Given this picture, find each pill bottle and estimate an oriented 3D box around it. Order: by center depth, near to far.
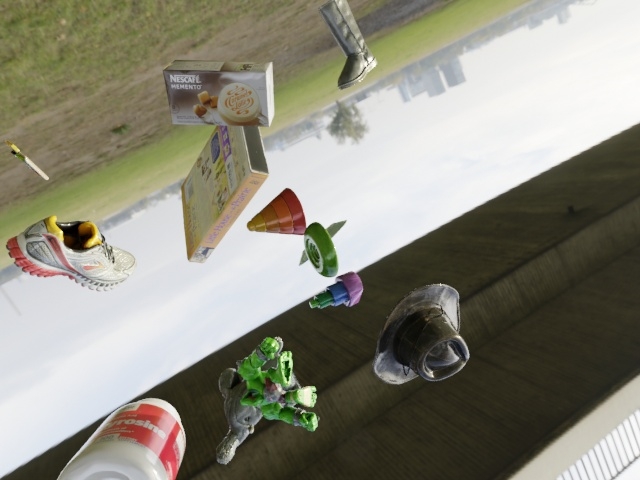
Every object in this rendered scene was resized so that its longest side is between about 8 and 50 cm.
[{"bbox_3d":[-0.462,0.538,1.185,0.229,0.228,0.408,-28,-177,-7],"label":"pill bottle"}]

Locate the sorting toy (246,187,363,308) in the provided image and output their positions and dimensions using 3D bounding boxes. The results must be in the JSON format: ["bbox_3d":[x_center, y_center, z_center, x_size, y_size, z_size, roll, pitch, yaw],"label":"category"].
[{"bbox_3d":[-0.054,0.023,1.041,0.126,0.127,0.365,-20,-134,-21],"label":"sorting toy"}]

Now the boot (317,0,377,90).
[{"bbox_3d":[0.059,-0.532,1.293,0.076,0.208,0.189,-4,-141,39],"label":"boot"}]

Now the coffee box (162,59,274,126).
[{"bbox_3d":[-0.245,-0.367,1.197,0.247,0.141,0.098,3,-145,2],"label":"coffee box"}]

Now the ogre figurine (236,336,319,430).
[{"bbox_3d":[-0.091,0.280,0.928,0.118,0.197,0.096,-17,-145,32],"label":"ogre figurine"}]

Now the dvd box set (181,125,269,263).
[{"bbox_3d":[-0.295,-0.170,1.409,0.062,0.307,0.420,12,138,-34],"label":"dvd box set"}]

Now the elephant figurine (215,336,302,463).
[{"bbox_3d":[-0.162,0.368,1.138,0.169,0.186,0.239,-49,157,21],"label":"elephant figurine"}]

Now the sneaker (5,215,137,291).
[{"bbox_3d":[-0.378,0.022,0.787,0.093,0.088,0.225,-37,160,9],"label":"sneaker"}]

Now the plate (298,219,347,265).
[{"bbox_3d":[0.000,0.000,1.351,0.188,0.024,0.188,-43,-175,5],"label":"plate"}]

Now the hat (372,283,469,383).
[{"bbox_3d":[0.293,0.267,1.223,0.331,0.331,0.134,-32,-141,-23],"label":"hat"}]

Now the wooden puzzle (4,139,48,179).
[{"bbox_3d":[-0.572,-0.152,0.939,0.079,0.116,0.014,31,-110,33],"label":"wooden puzzle"}]
